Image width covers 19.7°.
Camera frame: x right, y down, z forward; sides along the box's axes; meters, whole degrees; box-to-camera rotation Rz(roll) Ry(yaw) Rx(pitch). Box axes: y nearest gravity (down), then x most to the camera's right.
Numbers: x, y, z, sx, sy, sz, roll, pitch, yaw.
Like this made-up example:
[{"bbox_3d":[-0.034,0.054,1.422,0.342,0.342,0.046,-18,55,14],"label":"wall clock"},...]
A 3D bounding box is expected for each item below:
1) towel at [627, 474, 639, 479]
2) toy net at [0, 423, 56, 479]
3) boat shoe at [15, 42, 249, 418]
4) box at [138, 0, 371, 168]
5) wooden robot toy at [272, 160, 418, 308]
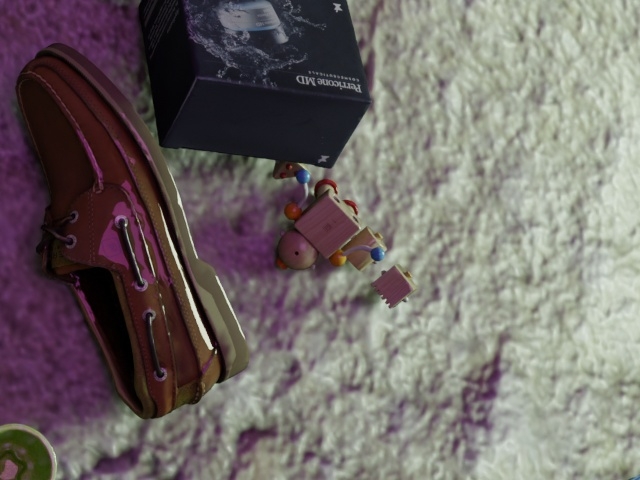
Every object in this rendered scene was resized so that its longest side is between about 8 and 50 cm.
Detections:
[{"bbox_3d":[0.312,0.238,1.676,0.119,0.029,0.067,-25,91,-27],"label":"towel"},{"bbox_3d":[-0.264,0.257,1.397,0.122,0.045,0.232,2,79,-25],"label":"toy net"},{"bbox_3d":[-0.169,-0.006,1.457,0.104,0.111,0.307,-31,93,-28],"label":"boat shoe"},{"bbox_3d":[-0.056,-0.154,1.519,0.156,0.093,0.158,6,52,-24],"label":"box"},{"bbox_3d":[0.000,0.000,1.574,0.079,0.076,0.173,-42,100,10],"label":"wooden robot toy"}]
